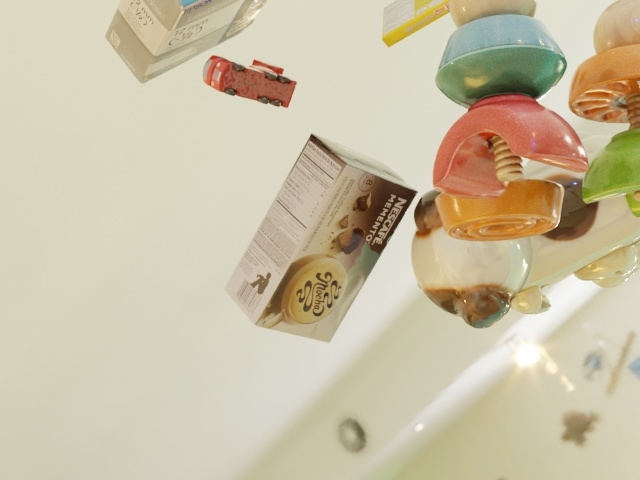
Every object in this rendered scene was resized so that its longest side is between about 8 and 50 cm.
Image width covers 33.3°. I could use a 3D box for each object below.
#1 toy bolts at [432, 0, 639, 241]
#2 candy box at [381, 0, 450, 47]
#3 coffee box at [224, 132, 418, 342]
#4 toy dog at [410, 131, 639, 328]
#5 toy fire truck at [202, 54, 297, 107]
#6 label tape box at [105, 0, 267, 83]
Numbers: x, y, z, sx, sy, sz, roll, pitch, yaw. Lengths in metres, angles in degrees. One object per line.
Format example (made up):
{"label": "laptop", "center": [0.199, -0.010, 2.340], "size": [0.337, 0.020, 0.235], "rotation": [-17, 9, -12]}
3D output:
{"label": "toy bolts", "center": [0.150, -0.103, 0.782], "size": [0.218, 0.158, 0.229], "rotation": [-14, -17, 40]}
{"label": "candy box", "center": [0.190, -0.391, 1.714], "size": [0.206, 0.027, 0.105], "rotation": [-26, 31, 25]}
{"label": "coffee box", "center": [0.000, 0.000, 1.713], "size": [0.168, 0.119, 0.297], "rotation": [19, -73, -42]}
{"label": "toy dog", "center": [0.333, -0.001, 1.716], "size": [0.408, 0.284, 0.395], "rotation": [-21, 1, -22]}
{"label": "toy fire truck", "center": [-0.109, -0.243, 1.592], "size": [0.192, 0.135, 0.047], "rotation": [7, -72, -44]}
{"label": "label tape box", "center": [-0.173, -0.416, 1.686], "size": [0.249, 0.115, 0.348], "rotation": [-34, -2, -33]}
